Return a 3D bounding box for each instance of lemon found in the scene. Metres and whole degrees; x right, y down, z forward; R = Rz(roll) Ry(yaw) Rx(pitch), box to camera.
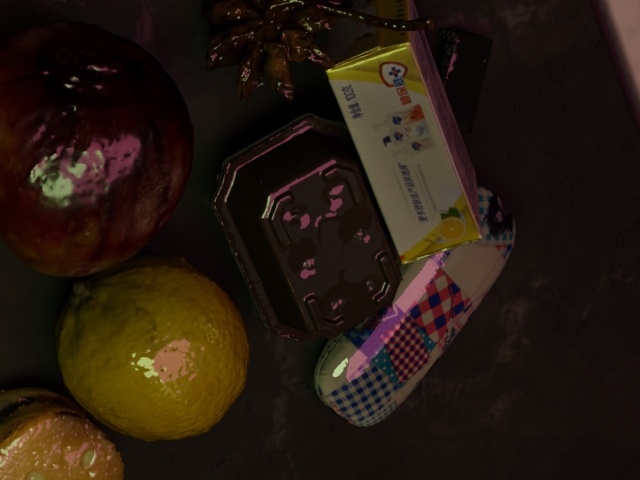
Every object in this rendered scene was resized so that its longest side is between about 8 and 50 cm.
[{"bbox_3d":[-0.176,0.112,1.811,0.192,0.192,0.231,-50,125,-9],"label":"lemon"}]

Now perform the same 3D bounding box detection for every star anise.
[{"bbox_3d":[-0.020,-0.240,1.796,0.234,0.177,0.073,-25,155,-1],"label":"star anise"}]

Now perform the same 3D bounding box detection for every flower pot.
[{"bbox_3d":[0.000,0.000,1.875,0.179,0.084,0.250,-30,120,-14],"label":"flower pot"}]

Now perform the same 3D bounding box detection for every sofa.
[{"bbox_3d":[0.158,-0.187,2.023,0.060,0.039,0.118,5,103,-36],"label":"sofa"}]

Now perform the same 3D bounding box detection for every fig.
[{"bbox_3d":[-0.239,-0.085,1.695,0.224,0.224,0.263,-14,111,-29],"label":"fig"}]

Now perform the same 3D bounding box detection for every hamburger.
[{"bbox_3d":[-0.315,0.249,1.814,0.191,0.118,0.181,-32,118,-25],"label":"hamburger"}]

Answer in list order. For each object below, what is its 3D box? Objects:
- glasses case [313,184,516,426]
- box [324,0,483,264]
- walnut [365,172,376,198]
[{"bbox_3d":[0.115,0.076,2.062,0.327,0.076,0.125,-52,125,-8],"label":"glasses case"},{"bbox_3d":[0.093,-0.130,1.908,0.097,0.168,0.265,-17,121,12],"label":"box"},{"bbox_3d":[-0.001,-0.030,1.955,0.170,0.069,0.143,23,94,-38],"label":"walnut"}]
